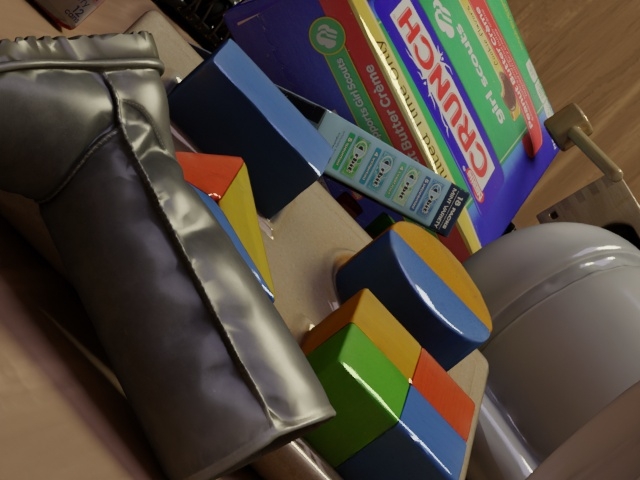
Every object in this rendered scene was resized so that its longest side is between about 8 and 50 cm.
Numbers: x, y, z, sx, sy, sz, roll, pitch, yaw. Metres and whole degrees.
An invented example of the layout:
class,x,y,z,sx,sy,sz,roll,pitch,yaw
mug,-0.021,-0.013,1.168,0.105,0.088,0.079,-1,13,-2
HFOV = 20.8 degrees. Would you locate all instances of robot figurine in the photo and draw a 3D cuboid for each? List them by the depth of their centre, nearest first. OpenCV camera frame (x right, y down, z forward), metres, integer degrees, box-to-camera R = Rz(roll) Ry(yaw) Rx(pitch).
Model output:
class,x,y,z,sx,sy,sz,roll,pitch,yaw
robot figurine,0.203,0.128,1.254,0.300,0.200,0.353,-2,45,-44

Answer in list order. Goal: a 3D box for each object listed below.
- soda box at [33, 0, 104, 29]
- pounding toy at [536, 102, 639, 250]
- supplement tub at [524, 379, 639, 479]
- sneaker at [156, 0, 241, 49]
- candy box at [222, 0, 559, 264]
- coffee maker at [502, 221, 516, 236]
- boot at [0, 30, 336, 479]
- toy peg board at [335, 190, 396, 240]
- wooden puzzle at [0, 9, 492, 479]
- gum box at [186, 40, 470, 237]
class,x,y,z,sx,sy,sz,roll,pitch,yaw
soda box,-0.197,-0.254,1.336,0.083,0.092,0.263,45,10,-26
pounding toy,0.234,-0.013,1.519,0.206,0.094,0.181,62,8,18
supplement tub,0.257,0.240,0.932,0.331,0.241,0.241,48,9,-1
sneaker,-0.110,-0.241,1.700,0.118,0.083,0.222,50,9,12
candy box,0.078,-0.135,1.504,0.268,0.122,0.317,64,30,-13
coffee maker,0.177,0.073,1.545,0.178,0.120,0.171,55,26,-19
boot,-0.099,0.015,0.766,0.189,0.076,0.208,-15,84,-41
toy peg board,0.000,0.000,1.238,0.160,0.079,0.161,44,10,-24
wooden puzzle,-0.013,0.015,0.985,0.322,0.080,0.348,46,19,-10
gum box,-0.003,-0.072,1.249,0.157,0.041,0.184,29,3,39
